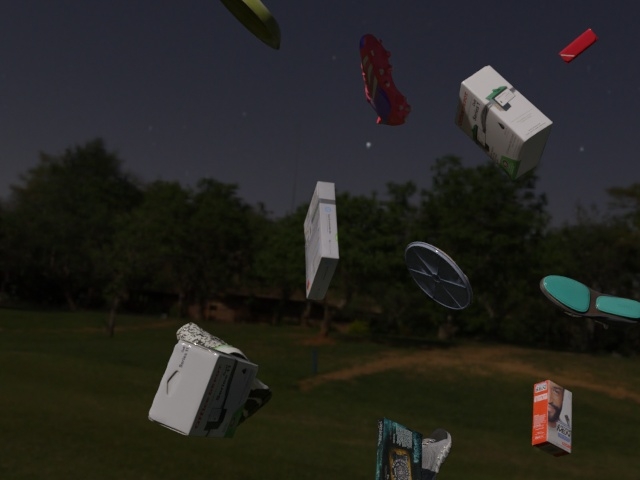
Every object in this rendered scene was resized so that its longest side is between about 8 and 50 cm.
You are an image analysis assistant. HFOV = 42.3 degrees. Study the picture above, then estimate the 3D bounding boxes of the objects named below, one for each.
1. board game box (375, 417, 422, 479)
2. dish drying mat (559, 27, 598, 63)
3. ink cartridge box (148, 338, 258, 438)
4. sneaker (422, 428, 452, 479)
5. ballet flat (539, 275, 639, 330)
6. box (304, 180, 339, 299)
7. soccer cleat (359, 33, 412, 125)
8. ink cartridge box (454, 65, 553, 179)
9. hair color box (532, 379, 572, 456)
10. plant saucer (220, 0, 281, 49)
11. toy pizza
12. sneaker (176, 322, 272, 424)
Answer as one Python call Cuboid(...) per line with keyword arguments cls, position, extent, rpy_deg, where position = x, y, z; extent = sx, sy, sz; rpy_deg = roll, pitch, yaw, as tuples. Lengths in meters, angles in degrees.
Cuboid(cls="board game box", position=(0.186, 0.525, 1.946), extent=(0.126, 0.186, 0.026), rpy_deg=(29, -43, -24))
Cuboid(cls="dish drying mat", position=(0.572, -0.430, 1.833), extent=(0.083, 0.032, 0.008), rpy_deg=(-40, -10, 24))
Cuboid(cls="ink cartridge box", position=(-0.207, 0.273, 1.501), extent=(0.087, 0.153, 0.208), rpy_deg=(18, -8, 20))
Cuboid(cls="sneaker", position=(0.261, 0.537, 2.150), extent=(0.086, 0.132, 0.228), rpy_deg=(-35, 10, 35))
Cuboid(cls="ballet flat", position=(0.509, 0.126, 1.576), extent=(0.203, 0.074, 0.074), rpy_deg=(16, -7, 3))
Cuboid(cls="box", position=(0.000, 0.000, 1.626), extent=(0.038, 0.186, 0.145), rpy_deg=(6, -38, -10))
Cuboid(cls="soccer cleat", position=(0.131, -0.366, 1.926), extent=(0.095, 0.083, 0.248), rpy_deg=(-3, -44, 33))
Cuboid(cls="ink cartridge box", position=(0.422, -0.276, 1.934), extent=(0.093, 0.219, 0.160), rpy_deg=(-33, -27, -16))
Cuboid(cls="hair color box", position=(0.591, 0.453, 2.105), extent=(0.093, 0.167, 0.053), rpy_deg=(29, -38, -24))
Cuboid(cls="plant saucer", position=(-0.175, -0.559, 1.992), extent=(0.241, 0.037, 0.241), rpy_deg=(42, -2, 2))
Cuboid(cls="toy pizza", position=(0.281, 0.079, 1.939), extent=(0.201, 0.032, 0.201), rpy_deg=(39, -25, 22))
Cuboid(cls="sneaker", position=(-0.226, 0.299, 1.858), extent=(0.158, 0.182, 0.410), rpy_deg=(-33, -28, -16))
